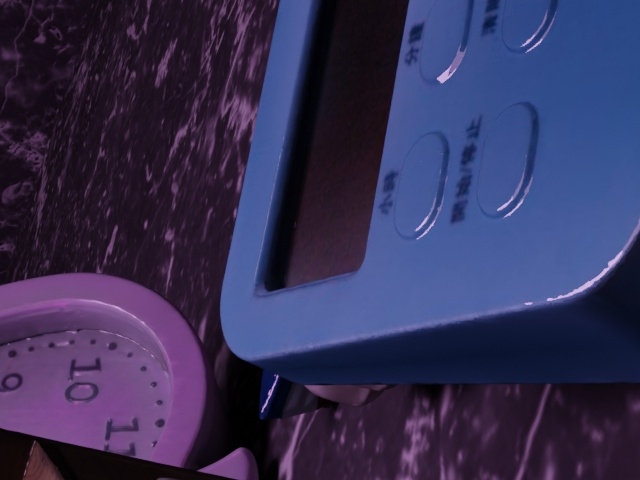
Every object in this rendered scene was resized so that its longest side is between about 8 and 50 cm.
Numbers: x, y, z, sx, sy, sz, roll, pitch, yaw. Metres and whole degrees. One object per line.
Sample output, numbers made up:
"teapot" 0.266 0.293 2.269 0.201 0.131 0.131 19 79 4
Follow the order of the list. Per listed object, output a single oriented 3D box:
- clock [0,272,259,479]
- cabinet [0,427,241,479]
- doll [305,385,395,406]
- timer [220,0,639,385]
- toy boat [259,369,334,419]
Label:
"clock" -0.192 0.183 0.982 0.102 0.339 0.338 74 -165 -53
"cabinet" -0.030 0.170 0.571 0.175 0.215 0.148 -166 91 -72
"doll" 0.037 -0.053 0.730 0.252 0.111 0.237 120 159 -50
"timer" 0.054 -0.066 0.570 0.250 0.091 0.231 -9 66 45
"toy boat" 0.000 0.000 0.906 0.080 0.046 0.229 140 141 -60
